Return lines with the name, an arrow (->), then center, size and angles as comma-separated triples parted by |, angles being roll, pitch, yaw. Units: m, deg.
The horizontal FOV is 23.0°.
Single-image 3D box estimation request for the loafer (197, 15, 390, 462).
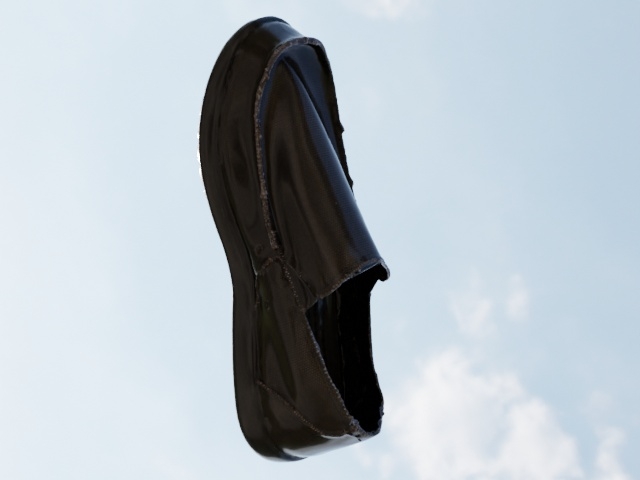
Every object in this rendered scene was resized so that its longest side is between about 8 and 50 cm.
loafer -> 0.000, 0.000, 0.763 | 0.078, 0.080, 0.220 | 0, -79, 37
